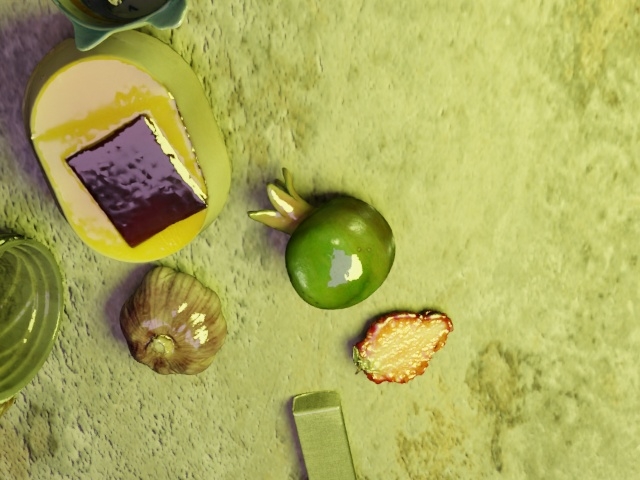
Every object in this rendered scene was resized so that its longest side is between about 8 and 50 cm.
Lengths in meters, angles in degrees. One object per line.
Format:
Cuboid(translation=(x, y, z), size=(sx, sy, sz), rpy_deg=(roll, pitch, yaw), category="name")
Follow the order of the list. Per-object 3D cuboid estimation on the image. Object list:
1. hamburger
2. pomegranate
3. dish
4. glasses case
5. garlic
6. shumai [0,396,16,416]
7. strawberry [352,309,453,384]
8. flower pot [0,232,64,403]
Cuboid(translation=(-0.235, -0.116, 1.397), size=(0.227, 0.151, 0.295), rpy_deg=(-14, 113, 5), category="hamburger")
Cuboid(translation=(0.000, 0.000, 1.445), size=(0.191, 0.152, 0.131), rpy_deg=(34, 116, 2), category="pomegranate")
Cuboid(translation=(-0.222, -0.322, 1.292), size=(0.228, 0.086, 0.236), rpy_deg=(-15, 80, 17), category="dish")
Cuboid(translation=(0.011, 0.316, 1.677), size=(0.071, 0.047, 0.204), rpy_deg=(-9, 118, 5), category="glasses case")
Cuboid(translation=(-0.200, 0.118, 1.550), size=(0.147, 0.102, 0.159), rpy_deg=(7, 120, -1), category="garlic")
Cuboid(translation=(-0.510, 0.227, 1.628), size=(0.146, 0.116, 0.145), rpy_deg=(1, 118, 2), category="shumai")
Cuboid(translation=(0.111, 0.142, 1.573), size=(0.152, 0.048, 0.103), rpy_deg=(-26, 108, 3), category="strawberry")
Cuboid(translation=(-0.460, 0.093, 1.511), size=(0.141, 0.235, 0.235), rpy_deg=(11, 122, 22), category="flower pot")
